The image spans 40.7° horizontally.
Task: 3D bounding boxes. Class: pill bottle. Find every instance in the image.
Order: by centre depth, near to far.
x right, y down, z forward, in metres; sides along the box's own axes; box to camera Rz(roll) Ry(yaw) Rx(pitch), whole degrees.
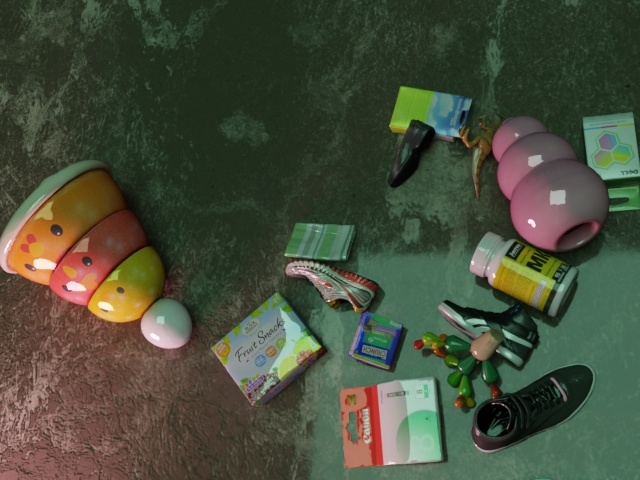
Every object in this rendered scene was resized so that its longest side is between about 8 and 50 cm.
[{"bbox_3d":[0.437,0.069,1.861,0.208,0.119,0.119,27,83,21],"label":"pill bottle"}]

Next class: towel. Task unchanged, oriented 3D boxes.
[{"bbox_3d":[0.000,0.000,2.029,0.152,0.023,0.113,4,45,16],"label":"towel"}]

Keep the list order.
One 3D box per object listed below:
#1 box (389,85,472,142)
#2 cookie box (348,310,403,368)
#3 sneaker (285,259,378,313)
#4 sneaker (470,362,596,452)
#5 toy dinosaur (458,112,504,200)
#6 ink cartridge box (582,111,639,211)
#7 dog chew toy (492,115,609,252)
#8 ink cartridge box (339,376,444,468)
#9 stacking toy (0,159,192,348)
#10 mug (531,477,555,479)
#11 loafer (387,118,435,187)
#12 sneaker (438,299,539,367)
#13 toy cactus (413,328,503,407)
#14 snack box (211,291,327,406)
[{"bbox_3d":[0.265,-0.300,2.058,0.178,0.042,0.109,13,79,18],"label":"box"},{"bbox_3d":[0.124,0.223,1.928,0.091,0.040,0.107,20,80,-8],"label":"cookie box"},{"bbox_3d":[0.016,0.104,1.987,0.225,0.088,0.093,18,87,23],"label":"sneaker"},{"bbox_3d":[0.437,0.339,1.767,0.295,0.147,0.105,-31,67,4],"label":"sneaker"},{"bbox_3d":[0.367,-0.214,1.978,0.112,0.064,0.212,28,76,-12],"label":"toy dinosaur"},{"bbox_3d":[0.643,-0.172,1.904,0.108,0.062,0.209,-5,73,14],"label":"ink cartridge box"},{"bbox_3d":[0.480,-0.139,1.872,0.206,0.206,0.332,-26,57,7],"label":"dog chew toy"},{"bbox_3d":[0.151,0.398,1.882,0.224,0.056,0.181,-8,72,12],"label":"ink cartridge box"},{"bbox_3d":[-0.486,0.071,2.060,0.480,0.350,0.351,41,88,6],"label":"stacking toy"},{"bbox_3d":[0.448,0.557,1.726,0.129,0.097,0.158,8,77,17],"label":"mug"},{"bbox_3d":[0.203,-0.205,2.032,0.061,0.062,0.170,39,102,29],"label":"loafer"},{"bbox_3d":[0.374,0.168,1.878,0.217,0.079,0.121,35,83,14],"label":"sneaker"},{"bbox_3d":[0.314,0.253,1.826,0.219,0.112,0.180,46,128,14],"label":"toy cactus"},{"bbox_3d":[-0.118,0.251,1.990,0.207,0.070,0.174,-39,68,1],"label":"snack box"}]
